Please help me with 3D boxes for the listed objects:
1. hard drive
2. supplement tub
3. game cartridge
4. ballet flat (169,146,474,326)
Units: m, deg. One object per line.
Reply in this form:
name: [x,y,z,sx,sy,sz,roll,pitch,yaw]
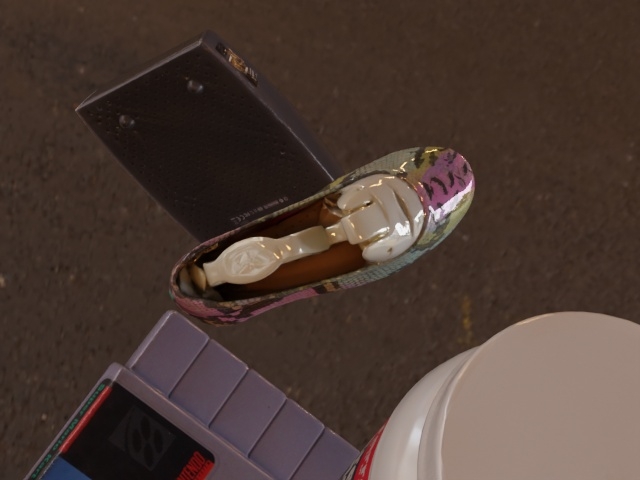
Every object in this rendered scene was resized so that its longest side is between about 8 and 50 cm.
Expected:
hard drive: [-0.080,-0.073,1.142,0.255,0.172,0.054,47,38,-30]
supplement tub: [0.101,0.169,0.685,0.191,0.272,0.191,6,61,-11]
game cartridge: [-0.131,0.252,0.894,0.230,0.068,0.355,39,74,-14]
ballet flat: [0.000,0.000,0.831,0.221,0.079,0.077,-22,86,7]
